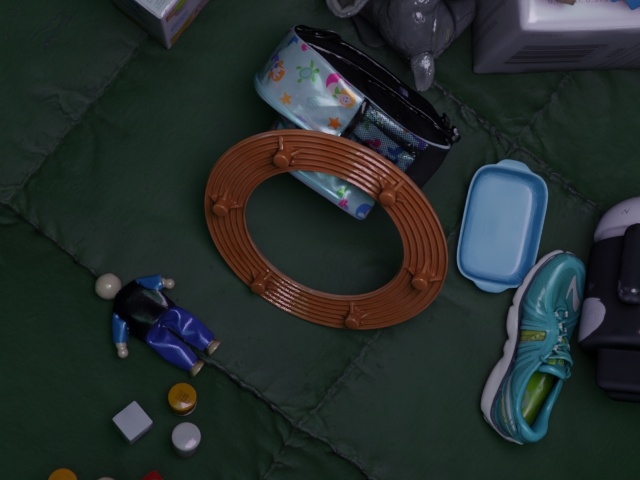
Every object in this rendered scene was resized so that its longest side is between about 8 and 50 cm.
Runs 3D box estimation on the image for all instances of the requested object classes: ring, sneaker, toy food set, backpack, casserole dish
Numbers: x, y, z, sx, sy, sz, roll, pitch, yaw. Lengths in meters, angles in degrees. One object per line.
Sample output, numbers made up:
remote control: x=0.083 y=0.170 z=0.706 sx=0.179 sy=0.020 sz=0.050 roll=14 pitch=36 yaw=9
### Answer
ring: x=0.000 y=0.000 z=1.462 sx=0.336 sy=0.336 sz=0.032 roll=28 pitch=46 yaw=-3
sneaker: x=0.316 y=0.150 z=1.554 sx=0.107 sy=0.110 sz=0.275 roll=17 pitch=90 yaw=-20
toy food set: x=-0.253 y=0.301 z=1.545 sx=0.232 sy=0.104 sz=0.111 roll=-39 pitch=78 yaw=-21
backpack: x=0.027 y=-0.163 z=1.485 sx=0.253 sy=0.225 sz=0.191 roll=40 pitch=104 yaw=-13
casserole dish: x=0.254 y=-0.020 z=1.596 sx=0.114 sy=0.037 sz=0.188 roll=12 pitch=89 yaw=-4

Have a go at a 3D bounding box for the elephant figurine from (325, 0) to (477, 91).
elephant figurine: x=0.083 y=-0.340 z=1.536 sx=0.239 sy=0.169 sz=0.186 roll=18 pitch=47 yaw=31

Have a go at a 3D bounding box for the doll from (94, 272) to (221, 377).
doll: x=-0.235 y=0.112 z=1.557 sx=0.189 sy=0.046 sz=0.129 roll=39 pitch=86 yaw=-3

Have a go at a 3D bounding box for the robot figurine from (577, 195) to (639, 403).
robot figurine: x=0.443 y=0.077 z=1.509 sx=0.173 sy=0.209 sz=0.278 roll=15 pitch=73 yaw=-8

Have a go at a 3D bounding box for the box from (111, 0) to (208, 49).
box: x=-0.211 y=-0.344 z=1.488 sx=0.103 sy=0.203 sz=0.114 roll=38 pitch=85 yaw=-3

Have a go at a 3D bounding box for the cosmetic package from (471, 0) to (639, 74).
cosmetic package: x=0.375 y=-0.439 z=1.464 sx=0.327 sy=0.329 sz=0.394 roll=-2 pitch=90 yaw=-2

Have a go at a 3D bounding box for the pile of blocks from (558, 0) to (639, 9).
pile of blocks: x=0.323 y=-0.346 z=1.259 sx=0.362 sy=0.149 sz=0.112 roll=18 pitch=46 yaw=-10
